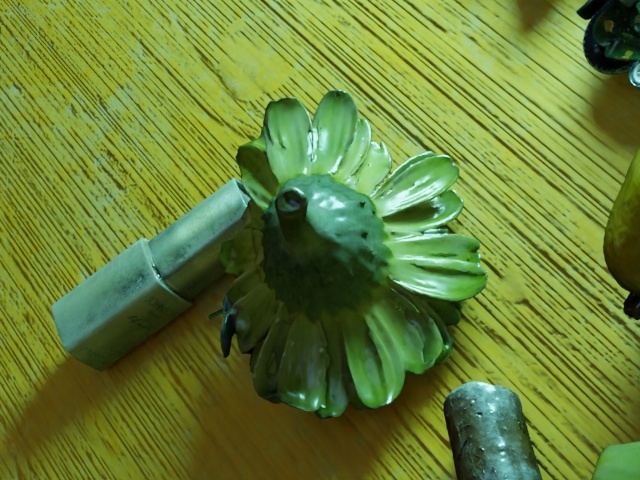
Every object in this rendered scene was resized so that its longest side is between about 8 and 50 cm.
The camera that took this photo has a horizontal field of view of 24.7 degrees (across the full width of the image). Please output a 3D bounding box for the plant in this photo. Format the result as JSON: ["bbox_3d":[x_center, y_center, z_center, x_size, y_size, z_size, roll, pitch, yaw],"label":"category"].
[{"bbox_3d":[-0.015,0.025,1.381,0.306,0.297,0.261,49,120,13],"label":"plant"}]

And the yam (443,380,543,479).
[{"bbox_3d":[0.154,0.199,1.265,0.079,0.079,0.141,-26,52,20],"label":"yam"}]

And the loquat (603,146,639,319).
[{"bbox_3d":[0.330,-0.012,1.196,0.187,0.176,0.234,46,114,41],"label":"loquat"}]

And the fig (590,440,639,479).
[{"bbox_3d":[0.305,0.240,1.066,0.230,0.207,0.207,4,68,42],"label":"fig"}]

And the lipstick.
[{"bbox_3d":[-0.168,0.036,1.565,0.253,0.079,0.077,-36,51,13],"label":"lipstick"}]

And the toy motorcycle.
[{"bbox_3d":[0.359,-0.198,1.316,0.274,0.125,0.187,35,97,41],"label":"toy motorcycle"}]

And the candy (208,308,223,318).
[{"bbox_3d":[-0.072,0.061,1.525,0.123,0.035,0.035,-21,52,33],"label":"candy"}]
